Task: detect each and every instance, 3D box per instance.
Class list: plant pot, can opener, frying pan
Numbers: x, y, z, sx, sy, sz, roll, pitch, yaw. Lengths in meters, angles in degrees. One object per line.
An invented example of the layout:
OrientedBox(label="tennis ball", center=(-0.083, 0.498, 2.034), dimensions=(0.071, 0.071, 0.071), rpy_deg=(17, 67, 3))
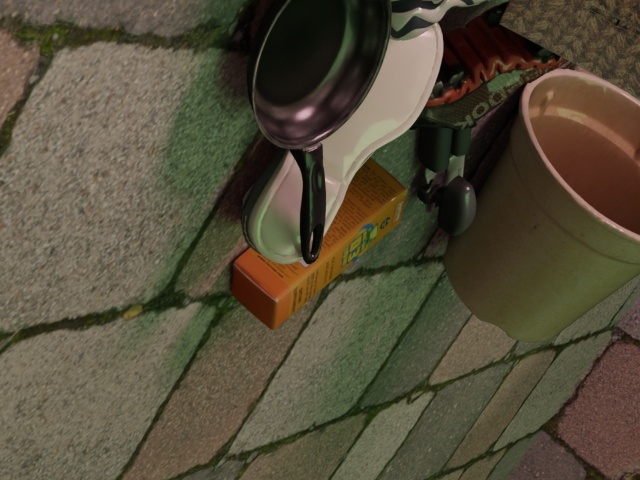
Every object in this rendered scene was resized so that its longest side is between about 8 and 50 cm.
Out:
OrientedBox(label="plant pot", center=(0.347, -0.025, 2.166), dimensions=(0.333, 0.334, 0.305), rpy_deg=(-25, 159, -48))
OrientedBox(label="can opener", center=(0.174, -0.116, 1.932), dimensions=(0.074, 0.093, 0.280), rpy_deg=(-41, 152, -21))
OrientedBox(label="frying pan", center=(0.007, -0.145, 1.515), dimensions=(0.197, 0.053, 0.326), rpy_deg=(-44, 145, -22))

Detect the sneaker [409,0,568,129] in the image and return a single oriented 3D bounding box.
OrientedBox(label="sneaker", center=(0.192, -0.203, 1.761), dimensions=(0.276, 0.098, 0.135), rpy_deg=(-22, 156, -22))

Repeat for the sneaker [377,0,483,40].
OrientedBox(label="sneaker", center=(0.151, -0.317, 1.534), dimensions=(0.235, 0.094, 0.153), rpy_deg=(-29, 161, -22))

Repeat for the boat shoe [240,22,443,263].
OrientedBox(label="boat shoe", center=(0.014, -0.122, 1.629), dimensions=(0.319, 0.116, 0.099), rpy_deg=(-57, -158, -3))

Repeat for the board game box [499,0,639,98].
OrientedBox(label="board game box", center=(0.368, -0.299, 1.704), dimensions=(0.141, 0.232, 0.291), rpy_deg=(-65, 172, 33))

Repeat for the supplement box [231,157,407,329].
OrientedBox(label="supplement box", center=(0.000, 0.000, 1.782), dimensions=(0.233, 0.080, 0.078), rpy_deg=(-42, 160, -26))
